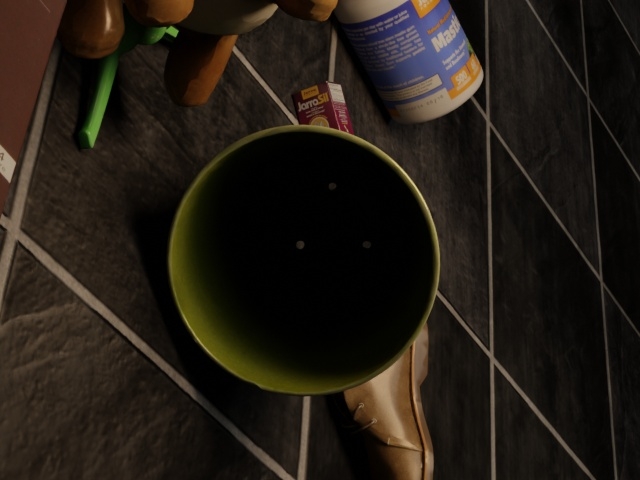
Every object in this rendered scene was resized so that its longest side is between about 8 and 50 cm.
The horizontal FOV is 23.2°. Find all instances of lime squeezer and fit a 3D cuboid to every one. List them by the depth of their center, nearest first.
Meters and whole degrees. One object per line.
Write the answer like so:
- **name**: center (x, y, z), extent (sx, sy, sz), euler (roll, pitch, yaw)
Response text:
- **lime squeezer**: center (-0.187, -0.202, 1.645), extent (0.110, 0.059, 0.310), euler (65, 25, -14)

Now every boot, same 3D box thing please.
- **boot**: center (0.064, 0.224, 1.858), extent (0.115, 0.112, 0.305), euler (10, 65, -29)

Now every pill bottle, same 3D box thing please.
- **pill bottle**: center (0.111, -0.314, 2.212), extent (0.272, 0.152, 0.152), euler (60, 28, -25)

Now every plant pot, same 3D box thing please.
- **plant pot**: center (0.000, 0.000, 1.690), extent (0.293, 0.275, 0.274), euler (-50, 119, -78)

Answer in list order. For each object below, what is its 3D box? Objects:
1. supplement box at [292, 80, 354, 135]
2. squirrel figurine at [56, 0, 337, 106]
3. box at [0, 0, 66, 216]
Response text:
- **supplement box**: center (0.005, -0.157, 2.005), extent (0.043, 0.055, 0.083), euler (1, 72, -63)
- **squirrel figurine**: center (-0.190, -0.366, 1.456), extent (0.370, 0.281, 0.397), euler (16, 74, -29)
- **box**: center (-0.333, -0.106, 1.190), extent (0.191, 0.143, 0.381), euler (49, 31, -38)
